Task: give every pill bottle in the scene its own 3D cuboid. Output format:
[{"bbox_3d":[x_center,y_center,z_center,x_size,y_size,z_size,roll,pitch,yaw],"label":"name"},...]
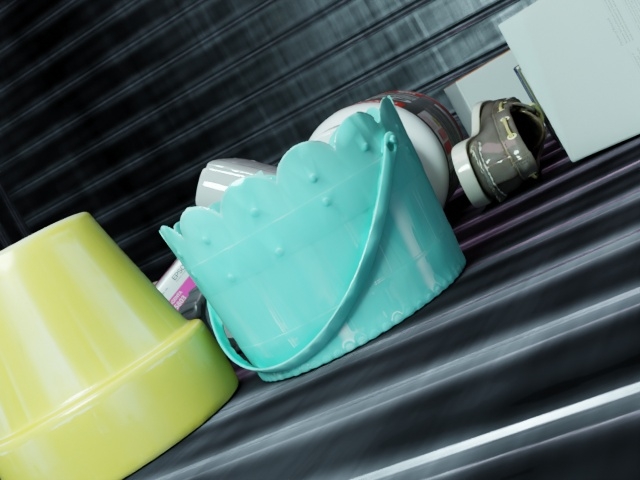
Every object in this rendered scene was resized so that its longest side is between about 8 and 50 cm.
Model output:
[{"bbox_3d":[0.090,-0.100,1.272,0.210,0.210,0.363,-29,4,19],"label":"pill bottle"}]

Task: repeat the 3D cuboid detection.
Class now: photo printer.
[{"bbox_3d":[-0.046,-0.070,1.617,0.308,0.107,0.256,14,9,7],"label":"photo printer"}]

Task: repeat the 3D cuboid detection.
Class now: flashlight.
[{"bbox_3d":[-0.201,0.138,1.239,0.304,0.103,0.103,-28,33,49],"label":"flashlight"}]

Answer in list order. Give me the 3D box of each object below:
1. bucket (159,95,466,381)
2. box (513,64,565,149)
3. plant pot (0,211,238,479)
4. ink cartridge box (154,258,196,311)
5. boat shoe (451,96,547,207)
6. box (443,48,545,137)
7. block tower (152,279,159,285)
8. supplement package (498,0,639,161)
[{"bbox_3d":[-0.004,0.002,0.880,0.281,0.183,0.281,-31,4,2],"label":"bucket"},{"bbox_3d":[0.343,-0.214,1.352,0.036,0.136,0.225,-30,4,14],"label":"box"},{"bbox_3d":[-0.249,0.111,0.908,0.254,0.239,0.254,-29,4,2],"label":"plant pot"},{"bbox_3d":[-0.264,0.112,1.572,0.234,0.088,0.193,-52,7,-11],"label":"ink cartridge box"},{"bbox_3d":[0.262,-0.139,1.217,0.097,0.116,0.324,-23,11,26],"label":"boat shoe"},{"bbox_3d":[0.449,-0.330,1.793,0.345,0.168,0.215,-30,4,4],"label":"box"},{"bbox_3d":[-0.405,0.174,1.685,0.335,0.097,0.091,-21,36,-31],"label":"block tower"},{"bbox_3d":[0.363,-0.232,1.032,0.149,0.194,0.203,-33,5,-41],"label":"supplement package"}]
